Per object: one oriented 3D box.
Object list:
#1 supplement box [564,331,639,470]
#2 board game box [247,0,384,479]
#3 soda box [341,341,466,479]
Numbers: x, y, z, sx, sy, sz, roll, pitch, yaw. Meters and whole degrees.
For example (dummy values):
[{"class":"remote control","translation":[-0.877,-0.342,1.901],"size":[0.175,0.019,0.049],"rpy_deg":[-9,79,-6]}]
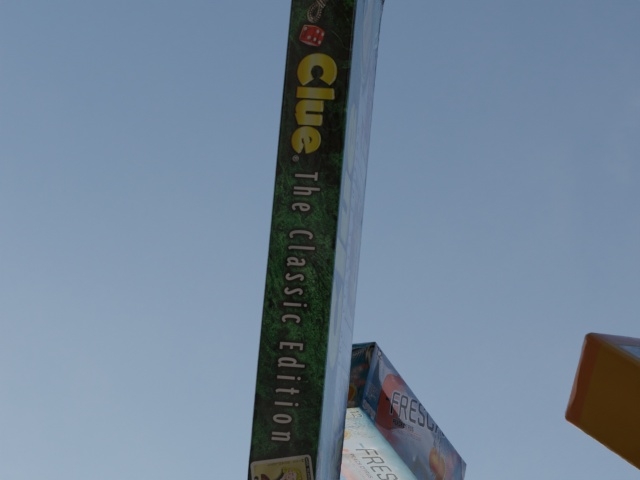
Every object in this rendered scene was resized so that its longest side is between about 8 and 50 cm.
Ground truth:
[{"class":"supplement box","translation":[0.277,0.141,1.085],"size":[0.233,0.080,0.078],"rpy_deg":[-144,-116,-63]},{"class":"board game box","translation":[0.000,0.000,0.589],"size":[0.030,0.136,0.259],"rpy_deg":[4,-99,8]},{"class":"soda box","translation":[0.046,0.150,1.120],"size":[0.063,0.183,0.058],"rpy_deg":[-7,-130,28]}]
